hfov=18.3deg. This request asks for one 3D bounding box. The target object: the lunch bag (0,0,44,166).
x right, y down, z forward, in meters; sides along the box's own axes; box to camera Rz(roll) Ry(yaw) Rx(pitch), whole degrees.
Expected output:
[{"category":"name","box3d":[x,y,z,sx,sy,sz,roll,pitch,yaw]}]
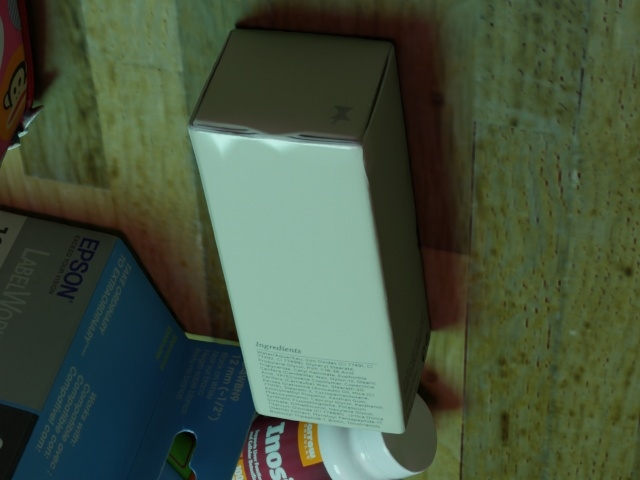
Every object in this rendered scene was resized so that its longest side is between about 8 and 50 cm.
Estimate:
[{"category":"lunch bag","box3d":[-0.327,-0.122,1.234,0.293,0.120,0.258,11,140,10]}]

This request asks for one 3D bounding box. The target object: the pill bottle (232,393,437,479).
[{"category":"pill bottle","box3d":[0.006,0.153,1.438,0.152,0.086,0.086,-22,125,38]}]

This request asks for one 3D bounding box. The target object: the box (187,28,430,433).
[{"category":"box","box3d":[0.000,0.000,1.260,0.113,0.094,0.275,7,138,14]}]

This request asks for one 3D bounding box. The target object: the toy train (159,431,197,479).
[{"category":"toy train","box3d":[-0.086,0.231,1.519,0.105,0.143,0.248,-13,130,34]}]

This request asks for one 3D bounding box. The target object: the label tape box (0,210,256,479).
[{"category":"label tape box","box3d":[-0.229,0.104,1.349,0.347,0.249,0.115,11,140,11]}]
